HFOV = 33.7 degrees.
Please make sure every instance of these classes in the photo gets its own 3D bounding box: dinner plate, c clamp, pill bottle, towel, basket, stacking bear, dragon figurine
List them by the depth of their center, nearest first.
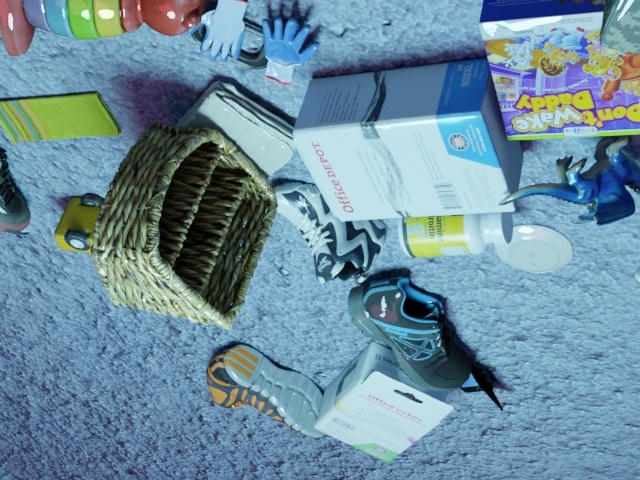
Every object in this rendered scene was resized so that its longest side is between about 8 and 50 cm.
[{"bbox_3d":[-0.312,-0.365,1.549,0.288,0.176,0.164,5,152,0],"label":"stacking bear"},{"bbox_3d":[0.427,-0.068,1.615,0.144,0.289,0.085,67,165,-11],"label":"dragon figurine"},{"bbox_3d":[-0.121,-0.322,1.641,0.160,0.022,0.137,19,150,-6],"label":"c clamp"},{"bbox_3d":[-0.214,-0.040,1.736,0.222,0.299,0.214,11,144,13],"label":"basket"},{"bbox_3d":[0.234,-0.025,1.827,0.184,0.103,0.103,-4,140,26],"label":"pill bottle"},{"bbox_3d":[-0.169,-0.163,1.851,0.187,0.049,0.282,33,143,-20],"label":"towel"},{"bbox_3d":[0.384,0.020,1.907,0.141,0.017,0.141,11,146,8],"label":"dinner plate"},{"bbox_3d":[-0.484,-0.220,1.918,0.237,0.021,0.102,-1,142,23],"label":"towel"}]

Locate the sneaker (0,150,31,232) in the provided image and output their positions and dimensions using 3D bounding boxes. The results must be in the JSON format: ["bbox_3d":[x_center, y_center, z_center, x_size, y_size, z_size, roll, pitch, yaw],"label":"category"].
[{"bbox_3d":[-0.650,-0.113,2.061,0.135,0.098,0.276,-7,137,33],"label":"sneaker"}]

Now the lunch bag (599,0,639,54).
[{"bbox_3d":[0.462,-0.327,1.156,0.255,0.305,0.213,14,145,6],"label":"lunch bag"}]

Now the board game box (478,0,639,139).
[{"bbox_3d":[0.416,-0.254,1.467,0.347,0.078,0.233,-1,141,22],"label":"board game box"}]

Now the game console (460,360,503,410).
[{"bbox_3d":[0.326,0.316,2.282,0.107,0.071,0.122,-13,135,34],"label":"game console"}]

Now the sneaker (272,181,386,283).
[{"bbox_3d":[0.000,0.000,1.911,0.235,0.153,0.094,28,141,-17],"label":"sneaker"}]

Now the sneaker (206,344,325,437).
[{"bbox_3d":[-0.132,0.367,2.512,0.321,0.125,0.180,40,143,-14],"label":"sneaker"}]

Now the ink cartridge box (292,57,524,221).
[{"bbox_3d":[0.142,-0.152,1.669,0.307,0.129,0.223,-3,141,25],"label":"ink cartridge box"}]

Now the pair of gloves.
[{"bbox_3d":[-0.105,-0.307,1.614,0.198,0.023,0.159,18,149,-7],"label":"pair of gloves"}]

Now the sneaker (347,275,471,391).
[{"bbox_3d":[0.208,0.193,2.118,0.139,0.125,0.341,-26,130,37],"label":"sneaker"}]

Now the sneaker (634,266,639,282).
[{"bbox_3d":[0.592,0.007,1.772,0.083,0.071,0.190,35,133,-15],"label":"sneaker"}]

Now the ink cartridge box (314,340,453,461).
[{"bbox_3d":[0.149,0.352,2.355,0.207,0.119,0.353,26,144,-8],"label":"ink cartridge box"}]

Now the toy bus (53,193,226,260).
[{"bbox_3d":[-0.348,-0.001,2.089,0.332,0.108,0.130,6,145,14],"label":"toy bus"}]
